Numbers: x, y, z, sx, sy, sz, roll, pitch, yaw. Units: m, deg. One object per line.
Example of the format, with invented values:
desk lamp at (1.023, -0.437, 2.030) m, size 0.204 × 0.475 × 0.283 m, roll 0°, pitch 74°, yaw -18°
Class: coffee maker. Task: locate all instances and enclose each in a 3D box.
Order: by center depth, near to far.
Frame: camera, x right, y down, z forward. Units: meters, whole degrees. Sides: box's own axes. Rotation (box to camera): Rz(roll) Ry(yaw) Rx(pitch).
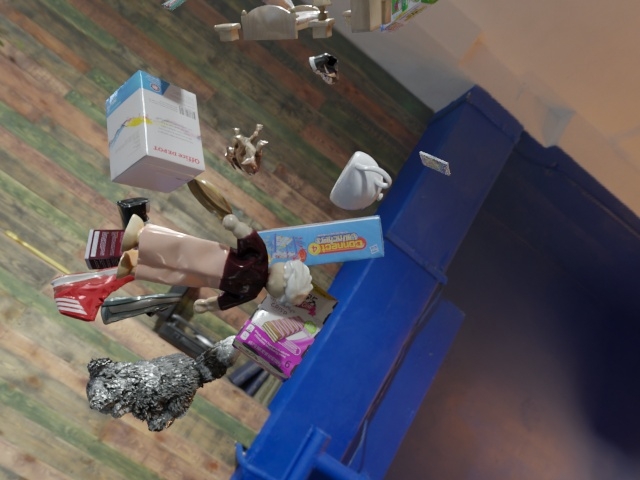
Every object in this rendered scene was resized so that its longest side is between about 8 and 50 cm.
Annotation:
coffee maker at (-0.765, -0.073, 1.734) m, size 0.120 × 0.171 × 0.178 m, roll 7°, pitch -65°, yaw 20°

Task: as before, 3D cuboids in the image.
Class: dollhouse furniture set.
dollhouse furniture set at (-0.034, -0.595, 1.021) m, size 0.355 × 0.303 × 0.174 m, roll 9°, pitch -57°, yaw 21°

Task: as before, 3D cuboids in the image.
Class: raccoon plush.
raccoon plush at (-0.505, 0.389, 1.339) m, size 0.216 × 0.446 × 0.299 m, roll 35°, pitch -17°, yaw 37°

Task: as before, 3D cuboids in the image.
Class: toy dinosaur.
toy dinosaur at (-0.272, -0.306, 1.582) m, size 0.296 × 0.127 × 0.200 m, roll -115°, pitch -149°, yaw -49°

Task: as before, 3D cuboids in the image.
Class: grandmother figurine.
grandmother figurine at (-0.173, 0.046, 0.773) m, size 0.342 × 0.104 × 0.208 m, roll 16°, pitch -54°, yaw -16°

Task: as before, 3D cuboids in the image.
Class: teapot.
teapot at (0.167, -0.218, 1.701) m, size 0.187 × 0.253 × 0.256 m, roll 30°, pitch 26°, yaw -4°

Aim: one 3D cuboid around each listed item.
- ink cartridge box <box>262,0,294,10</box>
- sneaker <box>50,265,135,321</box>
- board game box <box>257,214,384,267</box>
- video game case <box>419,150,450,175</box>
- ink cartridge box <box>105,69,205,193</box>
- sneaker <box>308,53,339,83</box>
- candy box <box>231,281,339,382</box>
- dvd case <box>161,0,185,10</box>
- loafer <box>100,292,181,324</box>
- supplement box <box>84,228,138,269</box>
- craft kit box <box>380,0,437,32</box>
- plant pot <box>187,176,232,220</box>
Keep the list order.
ink cartridge box at (-0.207, -0.912, 1.455) m, size 0.239 × 0.060 × 0.275 m, roll 61°, pitch 21°, yaw 6°
sneaker at (-0.566, 0.142, 1.110) m, size 0.087 × 0.221 × 0.128 m, roll -28°, pitch -106°, yaw 56°
board game box at (0.000, 0.000, 1.056) m, size 0.308 × 0.086 × 0.302 m, roll -7°, pitch 4°, yaw 9°
video game case at (0.445, -0.299, 1.657) m, size 0.122 × 0.011 × 0.087 m, roll 33°, pitch -6°, yaw 32°
ink cartridge box at (-0.499, -0.313, 1.285) m, size 0.197 × 0.270 × 0.198 m, roll -21°, pitch -18°, yaw 33°
sneaker at (0.045, -0.776, 1.924) m, size 0.106 × 0.078 × 0.234 m, roll -14°, pitch -9°, yaw 28°
candy box at (-0.082, 0.200, 1.041) m, size 0.159 × 0.233 × 0.071 m, roll 35°, pitch -33°, yaw 1°
dvd case at (-0.379, -0.650, 1.144) m, size 0.119 × 0.087 × 0.013 m, roll 44°, pitch -9°, yaw 48°
loafer at (-0.595, 0.224, 1.423) m, size 0.267 × 0.084 × 0.096 m, roll 1°, pitch -5°, yaw -44°
supplement box at (-0.687, 0.030, 1.508) m, size 0.239 × 0.130 × 0.073 m, roll -1°, pitch -37°, yaw -14°
craft kit box at (0.259, -0.794, 1.263) m, size 0.060 × 0.250 × 0.246 m, roll -7°, pitch 3°, yaw -25°
plant pot at (-0.438, -0.170, 1.712) m, size 0.236 × 0.032 × 0.236 m, roll 33°, pitch -25°, yaw 17°
